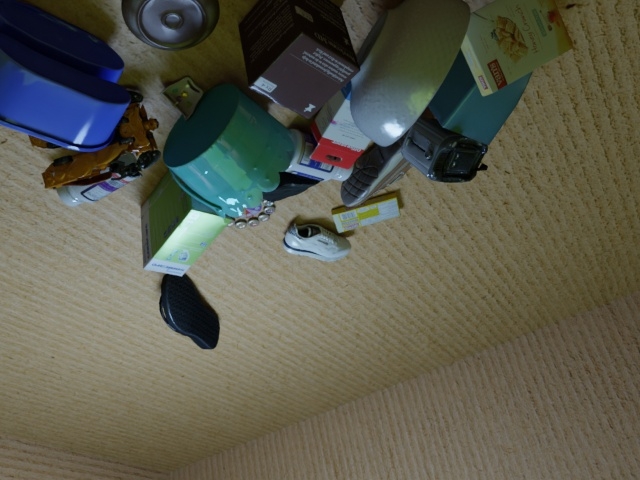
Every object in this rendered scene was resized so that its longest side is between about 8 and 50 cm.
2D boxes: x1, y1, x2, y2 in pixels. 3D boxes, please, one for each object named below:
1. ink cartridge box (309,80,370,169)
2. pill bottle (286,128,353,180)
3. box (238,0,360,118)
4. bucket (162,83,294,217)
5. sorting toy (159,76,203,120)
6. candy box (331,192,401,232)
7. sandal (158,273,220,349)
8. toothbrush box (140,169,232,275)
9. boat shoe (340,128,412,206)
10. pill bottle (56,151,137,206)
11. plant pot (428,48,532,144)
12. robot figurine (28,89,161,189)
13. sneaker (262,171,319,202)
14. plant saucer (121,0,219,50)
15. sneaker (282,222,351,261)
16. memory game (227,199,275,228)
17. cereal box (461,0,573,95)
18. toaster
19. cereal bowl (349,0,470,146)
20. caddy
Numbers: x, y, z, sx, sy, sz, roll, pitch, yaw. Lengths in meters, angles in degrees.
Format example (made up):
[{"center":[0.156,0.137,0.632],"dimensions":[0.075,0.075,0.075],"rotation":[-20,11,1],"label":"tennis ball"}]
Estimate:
[{"center":[0.070,-0.296,1.661],"dimensions":[0.134,0.078,0.231],"rotation":[12,129,-32],"label":"ink cartridge box"},{"center":[-0.010,-0.216,1.754],"dimensions":[0.186,0.112,0.112],"rotation":[13,139,-32],"label":"pill bottle"},{"center":[-0.048,-0.402,1.387],"dimensions":[0.168,0.203,0.167],"rotation":[21,134,-40],"label":"box"},{"center":[-0.218,-0.212,1.551],"dimensions":[0.281,0.281,0.183],"rotation":[-29,131,23],"label":"bucket"},{"center":[-0.312,-0.335,1.539],"dimensions":[0.075,0.045,0.083],"rotation":[-38,113,15],"label":"sorting toy"},{"center":[0.142,-0.085,2.073],"dimensions":[0.205,0.027,0.105],"rotation":[-15,149,4],"label":"candy box"},{"center":[-0.464,0.257,2.266],"dimensions":[0.106,0.168,0.446],"rotation":[0,148,14],"label":"sandal"},{"center":[-0.362,-0.070,1.767],"dimensions":[0.122,0.206,0.283],"rotation":[15,137,-36],"label":"toothbrush box"},{"center":[0.179,-0.194,1.845],"dimensions":[0.116,0.123,0.324],"rotation":[13,141,-36],"label":"boat shoe"},{"center":[-0.557,-0.159,1.660],"dimensions":[0.193,0.108,0.108],"rotation":[-25,144,19],"label":"pill bottle"},{"center":[0.384,-0.386,1.597],"dimensions":[0.165,0.166,0.234],"rotation":[12,128,-33],"label":"plant pot"},{"center":[-0.507,-0.228,1.534],"dimensions":[0.290,0.211,0.085],"rotation":[-16,-175,0],"label":"robot figurine"},{"center":[-0.138,-0.149,1.789],"dimensions":[0.286,0.109,0.130],"rotation":[-2,155,-36],"label":"sneaker"},{"center":[-0.304,-0.460,1.369],"dimensions":[0.198,0.036,0.199],"rotation":[-9,145,-6],"label":"plant saucer"},{"center":[0.000,0.000,2.105],"dimensions":[0.234,0.090,0.095],"rotation":[5,133,-27],"label":"sneaker"},{"center":[-0.221,-0.090,1.958],"dimensions":[0.186,0.012,0.186],"rotation":[-9,146,-6],"label":"memory game"},{"center":[0.418,-0.443,1.452],"dimensions":[0.240,0.173,0.047],"rotation":[-31,-169,-16],"label":"cereal box"},{"center":[0.313,-0.230,1.692],"dimensions":[0.226,0.146,0.129],"rotation":[-4,126,-41],"label":"toaster"},{"center":[0.159,-0.377,1.408],"dimensions":[0.141,0.339,0.339],"rotation":[27,134,-13],"label":"cereal bowl"},{"center":[-0.546,-0.310,1.325],"dimensions":[0.341,0.241,0.179],"rotation":[20,128,-42],"label":"caddy"}]
